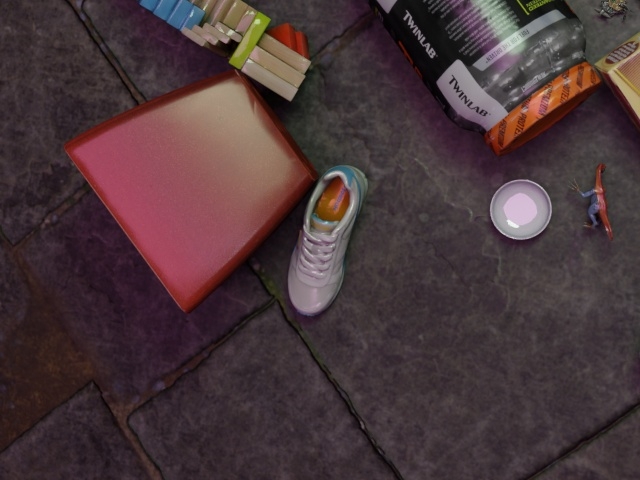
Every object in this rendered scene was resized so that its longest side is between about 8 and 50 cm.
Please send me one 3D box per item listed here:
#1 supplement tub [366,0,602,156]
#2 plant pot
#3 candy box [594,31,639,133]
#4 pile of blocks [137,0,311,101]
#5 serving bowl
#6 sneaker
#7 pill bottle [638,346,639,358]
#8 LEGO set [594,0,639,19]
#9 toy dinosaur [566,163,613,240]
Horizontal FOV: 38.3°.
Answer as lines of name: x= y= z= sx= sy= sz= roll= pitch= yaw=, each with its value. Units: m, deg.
supplement tub: x=0.202 y=-0.292 z=1.207 sx=0.207 sy=0.207 sz=0.338 roll=-35 pitch=81 yaw=14
plant pot: x=-0.149 y=-0.093 z=1.280 sx=0.235 sy=0.267 sz=0.267 roll=-36 pitch=93 yaw=5
candy box: x=0.531 y=-0.237 z=1.149 sx=0.316 sy=0.087 sz=0.183 roll=-35 pitch=102 yaw=15
pile of blocks: x=-0.152 y=-0.340 z=1.339 sx=0.362 sy=0.149 sz=0.113 roll=34 pitch=99 yaw=13
serving bowl: x=0.280 y=-0.043 z=1.284 sx=0.083 sy=0.027 sz=0.083 roll=1 pitch=92 yaw=17
sneaker: x=0.000 y=0.000 z=1.333 sx=0.087 sy=0.092 sz=0.229 roll=17 pitch=97 yaw=13
pill bottle: x=0.526 y=0.169 z=1.172 sx=0.215 sy=0.117 sz=0.117 roll=37 pitch=101 yaw=12
LEGO set: x=0.410 y=-0.324 z=1.245 sx=0.083 sy=0.023 sz=0.054 roll=0 pitch=94 yaw=3
toy dinosaur: x=0.379 y=-0.058 z=1.237 sx=0.090 sy=0.047 sz=0.082 roll=39 pitch=133 yaw=41
